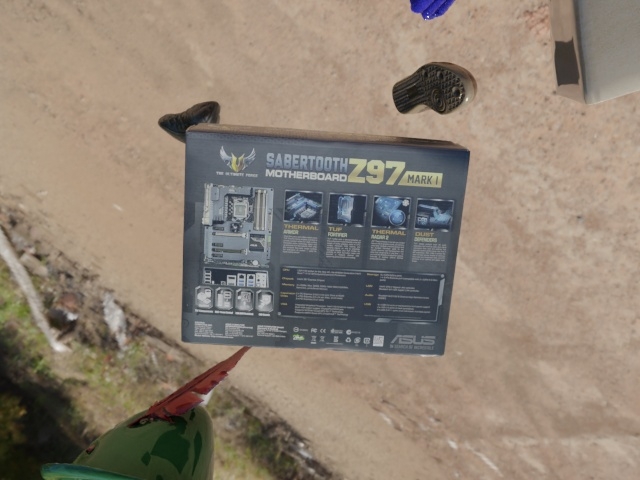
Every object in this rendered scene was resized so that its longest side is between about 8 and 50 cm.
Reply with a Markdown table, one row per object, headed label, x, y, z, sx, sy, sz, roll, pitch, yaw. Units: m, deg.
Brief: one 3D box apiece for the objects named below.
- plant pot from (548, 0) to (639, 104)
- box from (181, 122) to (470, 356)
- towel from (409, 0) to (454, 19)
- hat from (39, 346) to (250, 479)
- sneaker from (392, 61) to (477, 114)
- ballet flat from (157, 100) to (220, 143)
| label | x | y | z | sx | sy | sz | roll | pitch | yaw |
| --- | --- | --- | --- | --- | --- | --- | --- | --- | --- |
| plant pot | 0.177 | -0.139 | 0.366 | 0.109 | 0.109 | 0.096 | -17 | 101 | 14 |
| box | 0.000 | 0.000 | 0.583 | 0.232 | 0.059 | 0.184 | 3 | 106 | -4 |
| towel | 0.206 | -0.611 | 1.309 | 0.076 | 0.308 | 0.227 | -11 | 173 | -14 |
| hat | -0.147 | 0.167 | 0.682 | 0.208 | 0.184 | 0.173 | 6 | 151 | 11 |
| sneaker | 0.159 | -0.202 | 0.877 | 0.188 | 0.071 | 0.066 | 24 | 134 | 68 |
| ballet flat | -0.184 | -0.167 | 0.970 | 0.057 | 0.049 | 0.173 | 33 | 168 | -33 |
